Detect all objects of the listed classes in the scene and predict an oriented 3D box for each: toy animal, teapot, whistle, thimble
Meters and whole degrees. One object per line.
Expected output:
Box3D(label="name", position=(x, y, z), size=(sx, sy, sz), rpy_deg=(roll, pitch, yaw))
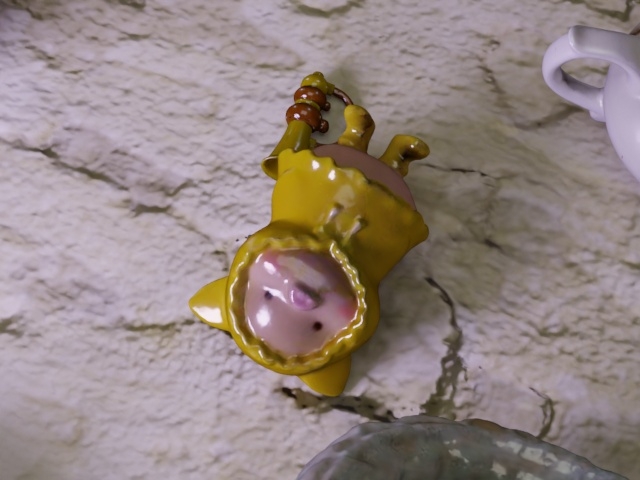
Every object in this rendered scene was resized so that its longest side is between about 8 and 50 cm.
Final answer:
Box3D(label="toy animal", position=(0.004, 0.003, 1.239), size=(0.156, 0.156, 0.229), rpy_deg=(29, 82, 12))
Box3D(label="teapot", position=(0.337, -0.122, 1.273), size=(0.298, 0.139, 0.204), rpy_deg=(4, 72, 2))
Box3D(label="whistle", position=(-0.006, -0.102, 1.325), size=(0.057, 0.046, 0.109), rpy_deg=(14, 63, 22))
Box3D(label="thimble", position=(0.107, 0.263, 1.049), size=(0.292, 0.195, 0.291), rpy_deg=(9, 30, -5))
